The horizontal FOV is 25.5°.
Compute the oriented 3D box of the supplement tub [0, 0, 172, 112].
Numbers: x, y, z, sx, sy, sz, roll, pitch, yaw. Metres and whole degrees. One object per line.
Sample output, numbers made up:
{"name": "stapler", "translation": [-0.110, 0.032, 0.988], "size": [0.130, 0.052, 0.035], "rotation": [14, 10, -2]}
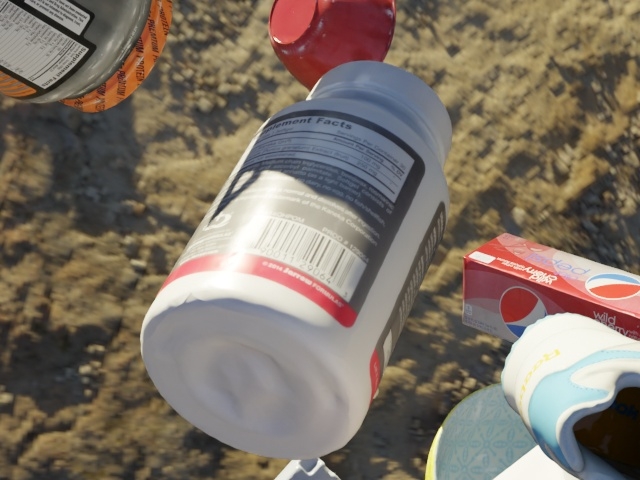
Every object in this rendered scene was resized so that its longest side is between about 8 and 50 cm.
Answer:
{"name": "supplement tub", "translation": [-0.293, -0.245, 1.246], "size": [0.193, 0.316, 0.194], "rotation": [-19, 58, 34]}

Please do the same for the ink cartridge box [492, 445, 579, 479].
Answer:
{"name": "ink cartridge box", "translation": [0.180, 0.222, 0.915], "size": [0.115, 0.198, 0.067], "rotation": [-42, 29, 25]}

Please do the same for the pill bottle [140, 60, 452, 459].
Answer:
{"name": "pill bottle", "translation": [0.000, 0.000, 1.113], "size": [0.176, 0.176, 0.318], "rotation": [8, 44, 20]}

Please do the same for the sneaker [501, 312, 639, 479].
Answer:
{"name": "sneaker", "translation": [0.203, 0.108, 0.693], "size": [0.228, 0.092, 0.087], "rotation": [16, 105, -9]}

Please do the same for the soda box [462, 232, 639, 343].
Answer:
{"name": "soda box", "translation": [0.279, 0.078, 1.526], "size": [0.263, 0.083, 0.092], "rotation": [20, 123, 40]}

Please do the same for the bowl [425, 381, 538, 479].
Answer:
{"name": "bowl", "translation": [0.252, 0.340, 1.788], "size": [0.289, 0.156, 0.289], "rotation": [9, 55, -12]}

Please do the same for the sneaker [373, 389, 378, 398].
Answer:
{"name": "sneaker", "translation": [-0.039, 0.190, 2.037], "size": [0.240, 0.091, 0.126], "rotation": [32, 85, 14]}

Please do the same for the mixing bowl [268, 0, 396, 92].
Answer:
{"name": "mixing bowl", "translation": [-0.002, -0.278, 1.815], "size": [0.181, 0.098, 0.181], "rotation": [-16, 67, 44]}

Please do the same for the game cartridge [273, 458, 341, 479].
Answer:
{"name": "game cartridge", "translation": [0.013, 0.425, 1.745], "size": [0.196, 0.060, 0.294], "rotation": [-46, 104, -19]}
